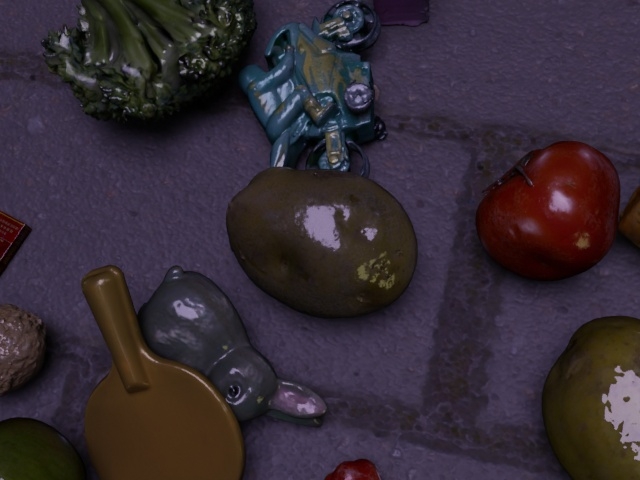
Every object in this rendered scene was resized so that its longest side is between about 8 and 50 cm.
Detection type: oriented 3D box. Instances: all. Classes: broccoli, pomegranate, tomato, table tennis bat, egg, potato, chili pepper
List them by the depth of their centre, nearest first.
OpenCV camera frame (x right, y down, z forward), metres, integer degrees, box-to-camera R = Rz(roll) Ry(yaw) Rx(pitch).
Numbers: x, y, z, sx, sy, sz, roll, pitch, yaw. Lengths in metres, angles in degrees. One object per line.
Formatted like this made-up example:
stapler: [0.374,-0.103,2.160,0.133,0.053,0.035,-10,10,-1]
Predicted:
potato: [0.349,0.201,0.910,0.228,0.148,0.197,35,91,18]
pomegranate: [-0.326,0.297,0.944,0.211,0.179,0.179,17,73,12]
chili pepper: [0.043,0.312,0.952,0.073,0.070,0.123,-20,71,17]
table tennis bat: [-0.200,0.182,0.964,0.199,0.050,0.320,-16,97,21]
tomato: [0.279,-0.038,0.993,0.187,0.187,0.151,-43,83,-9]
potato: [0.000,0.000,1.012,0.235,0.160,0.177,25,85,1]
egg: [-0.407,0.136,1.042,0.140,0.118,0.116,-17,86,10]
broccoli: [-0.231,-0.290,1.123,0.260,0.235,0.288,30,64,-19]

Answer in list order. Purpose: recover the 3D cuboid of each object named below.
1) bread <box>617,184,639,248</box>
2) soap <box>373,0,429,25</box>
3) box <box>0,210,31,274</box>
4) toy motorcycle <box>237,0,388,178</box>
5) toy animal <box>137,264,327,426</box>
bread: [0.504,0.004,0.971,0.294,0.132,0.166,34,77,18]
soap: [0.102,-0.451,1.158,0.081,0.181,0.259,-4,71,6]
box: [-0.438,0.004,1.143,0.052,0.023,0.082,26,75,16]
toy motorcycle: [-0.015,-0.192,1.119,0.199,0.109,0.296,-4,69,8]
toy animal: [-0.109,0.148,1.000,0.251,0.127,0.125,38,76,14]
